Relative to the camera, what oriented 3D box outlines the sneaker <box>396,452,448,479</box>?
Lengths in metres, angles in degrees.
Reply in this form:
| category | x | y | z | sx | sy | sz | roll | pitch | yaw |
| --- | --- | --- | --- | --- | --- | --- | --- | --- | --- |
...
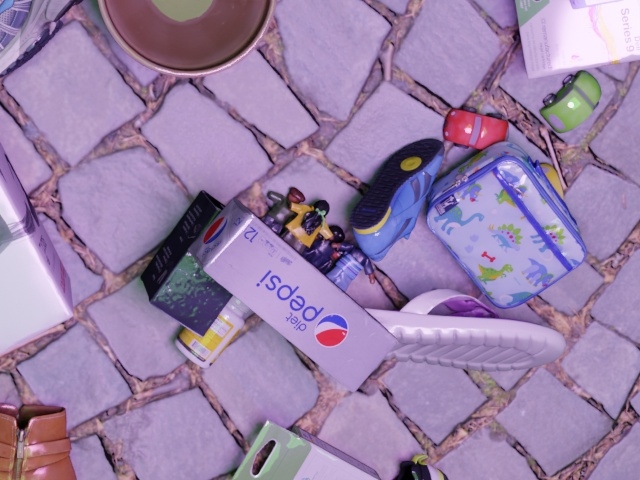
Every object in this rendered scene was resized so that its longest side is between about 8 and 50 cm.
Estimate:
| category | x | y | z | sx | sy | sz | roll | pitch | yaw |
| --- | --- | --- | --- | --- | --- | --- | --- | --- | --- |
| sneaker | 0.102 | 0.427 | 1.929 | 0.097 | 0.084 | 0.235 | 35 | 81 | -31 |

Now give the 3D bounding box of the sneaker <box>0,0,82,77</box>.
| category | x | y | z | sx | sy | sz | roll | pitch | yaw |
| --- | --- | --- | --- | --- | --- | --- | --- | --- | --- |
| sneaker | -0.390 | -0.310 | 1.649 | 0.122 | 0.110 | 0.283 | 47 | 122 | -8 |

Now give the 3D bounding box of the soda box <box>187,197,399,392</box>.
| category | x | y | z | sx | sy | sz | roll | pitch | yaw |
| --- | --- | --- | --- | --- | --- | --- | --- | --- | --- |
| soda box | -0.035 | 0.073 | 1.683 | 0.286 | 0.091 | 0.098 | 41 | 91 | -25 |

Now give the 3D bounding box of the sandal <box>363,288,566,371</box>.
| category | x | y | z | sx | sy | sz | roll | pitch | yaw |
| --- | --- | --- | --- | --- | --- | --- | --- | --- | --- |
| sandal | 0.166 | 0.115 | 1.868 | 0.416 | 0.169 | 0.102 | 6 | 68 | -14 |

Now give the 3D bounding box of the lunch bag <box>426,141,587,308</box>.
| category | x | y | z | sx | sy | sz | roll | pitch | yaw |
| --- | --- | --- | --- | --- | --- | --- | --- | --- | --- |
| lunch bag | 0.269 | -0.023 | 1.850 | 0.176 | 0.090 | 0.219 | -32 | 111 | 18 |

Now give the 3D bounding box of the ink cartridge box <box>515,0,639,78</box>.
| category | x | y | z | sx | sy | sz | roll | pitch | yaw |
| --- | --- | --- | --- | --- | --- | --- | --- | --- | --- |
| ink cartridge box | 0.386 | -0.324 | 1.810 | 0.212 | 0.093 | 0.154 | -8 | 102 | 11 |

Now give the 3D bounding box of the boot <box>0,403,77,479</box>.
| category | x | y | z | sx | sy | sz | roll | pitch | yaw |
| --- | --- | --- | --- | --- | --- | --- | --- | --- | --- |
| boot | -0.482 | 0.340 | 1.783 | 0.283 | 0.109 | 0.220 | 0 | 102 | -14 |

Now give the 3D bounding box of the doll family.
| category | x | y | z | sx | sy | sz | roll | pitch | yaw |
| --- | --- | --- | --- | --- | --- | --- | --- | --- | --- |
| doll family | 0.000 | 0.000 | 1.841 | 0.193 | 0.076 | 0.111 | 42 | 86 | -20 |

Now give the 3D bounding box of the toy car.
| category | x | y | z | sx | sy | sz | roll | pitch | yaw |
| --- | --- | --- | --- | --- | --- | --- | --- | --- | --- |
| toy car | 0.329 | -0.160 | 1.883 | 0.225 | 0.053 | 0.239 | -45 | 106 | 0 |

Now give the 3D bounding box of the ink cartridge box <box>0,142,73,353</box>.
| category | x | y | z | sx | sy | sz | roll | pitch | yaw |
| --- | --- | --- | --- | --- | --- | --- | --- | --- | --- |
| ink cartridge box | -0.444 | -0.029 | 1.663 | 0.129 | 0.223 | 0.307 | -26 | 105 | -6 |

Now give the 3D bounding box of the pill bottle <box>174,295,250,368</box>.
| category | x | y | z | sx | sy | sz | roll | pitch | yaw |
| --- | --- | --- | --- | --- | --- | --- | --- | --- | --- |
| pill bottle | -0.150 | 0.121 | 1.833 | 0.065 | 0.065 | 0.116 | 40 | 91 | -15 |

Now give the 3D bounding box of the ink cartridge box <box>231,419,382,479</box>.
| category | x | y | z | sx | sy | sz | roll | pitch | yaw |
| --- | --- | --- | --- | --- | --- | --- | --- | --- | --- |
| ink cartridge box | -0.023 | 0.350 | 1.903 | 0.209 | 0.062 | 0.109 | 31 | 93 | -15 |

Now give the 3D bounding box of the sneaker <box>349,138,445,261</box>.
| category | x | y | z | sx | sy | sz | roll | pitch | yaw |
| --- | --- | --- | --- | --- | --- | --- | --- | --- | --- |
| sneaker | 0.117 | -0.058 | 1.836 | 0.209 | 0.069 | 0.082 | -52 | 134 | -28 |

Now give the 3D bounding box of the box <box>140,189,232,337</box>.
| category | x | y | z | sx | sy | sz | roll | pitch | yaw |
| --- | --- | --- | --- | --- | --- | --- | --- | --- | --- |
| box | -0.163 | 0.029 | 1.766 | 0.093 | 0.156 | 0.158 | 36 | 92 | -17 |

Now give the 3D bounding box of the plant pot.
| category | x | y | z | sx | sy | sz | roll | pitch | yaw |
| --- | --- | --- | --- | --- | --- | --- | --- | --- | --- |
| plant pot | -0.181 | -0.339 | 1.718 | 0.237 | 0.110 | 0.237 | -2 | 100 | -10 |
